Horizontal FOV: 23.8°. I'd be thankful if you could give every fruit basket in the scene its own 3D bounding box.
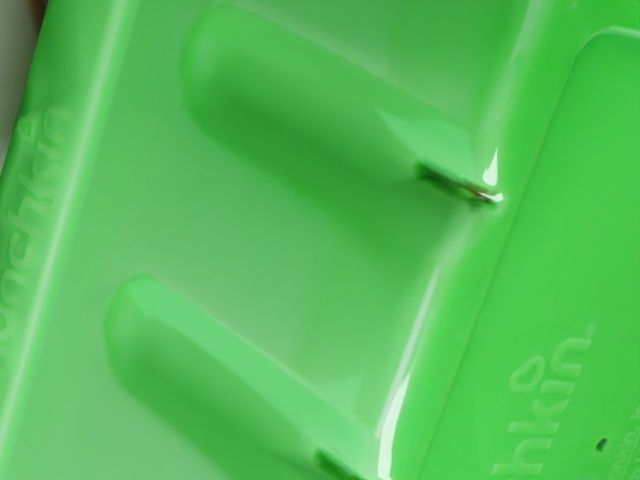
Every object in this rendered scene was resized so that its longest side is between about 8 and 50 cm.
[{"bbox_3d":[0.000,0.000,0.564,0.283,0.392,0.392,7,-140,-36],"label":"fruit basket"}]

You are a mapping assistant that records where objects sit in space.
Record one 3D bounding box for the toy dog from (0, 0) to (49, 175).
[{"bbox_3d":[-0.210,-0.225,0.732,0.395,0.284,0.408,-5,-98,-58],"label":"toy dog"}]
